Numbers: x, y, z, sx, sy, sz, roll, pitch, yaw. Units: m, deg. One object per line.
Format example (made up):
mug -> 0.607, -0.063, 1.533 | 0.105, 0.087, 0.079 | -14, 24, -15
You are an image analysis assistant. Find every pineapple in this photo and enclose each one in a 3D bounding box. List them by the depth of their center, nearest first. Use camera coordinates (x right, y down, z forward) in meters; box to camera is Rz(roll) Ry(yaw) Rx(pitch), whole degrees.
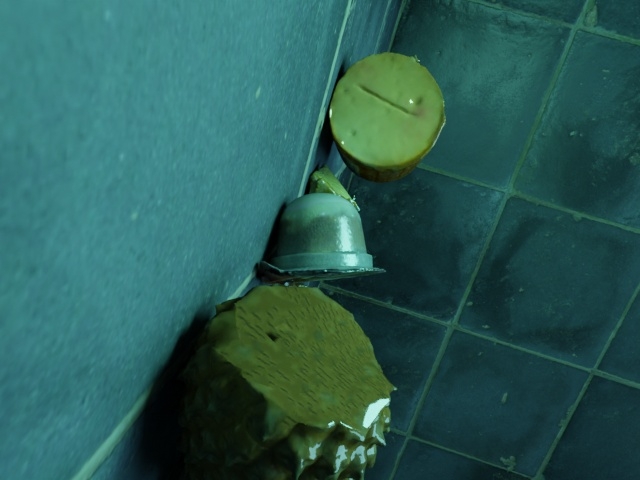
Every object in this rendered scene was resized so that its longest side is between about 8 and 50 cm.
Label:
pineapple -> -0.076, 0.237, 0.523 | 0.223, 0.222, 0.358 | -65, 180, -61

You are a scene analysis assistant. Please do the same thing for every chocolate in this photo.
chocolate -> -0.008, -0.002, 0.763 | 0.221, 0.221, 0.147 | 70, 10, -83

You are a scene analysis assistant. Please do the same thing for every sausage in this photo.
sausage -> 0.137, -0.250, 1.036 | 0.287, 0.232, 0.233 | -13, 120, -83

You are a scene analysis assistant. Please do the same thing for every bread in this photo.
bread -> -0.004, -0.075, 1.018 | 0.152, 0.127, 0.147 | -39, -170, 20
